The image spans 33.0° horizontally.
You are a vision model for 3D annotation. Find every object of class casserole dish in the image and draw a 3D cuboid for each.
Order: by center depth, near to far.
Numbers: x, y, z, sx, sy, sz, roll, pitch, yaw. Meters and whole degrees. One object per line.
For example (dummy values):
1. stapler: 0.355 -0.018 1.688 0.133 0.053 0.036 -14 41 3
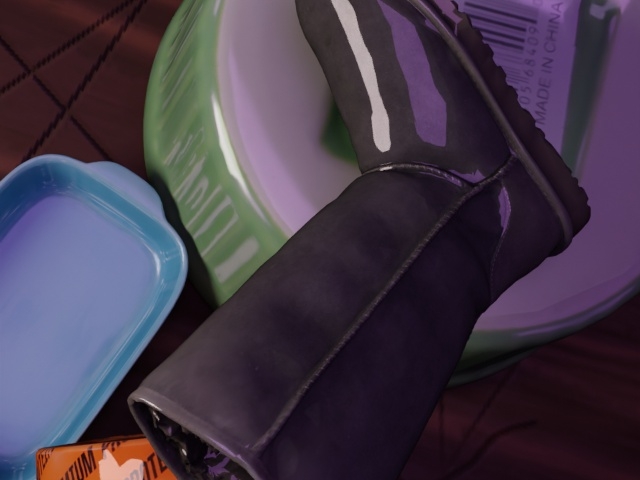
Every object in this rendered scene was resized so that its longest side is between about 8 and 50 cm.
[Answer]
1. casserole dish: -0.153 0.043 0.575 0.114 0.037 0.188 35 77 -3

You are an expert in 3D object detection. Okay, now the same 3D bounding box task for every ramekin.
1. ramekin: 0.060 -0.071 0.589 0.303 0.148 0.303 2 80 -13

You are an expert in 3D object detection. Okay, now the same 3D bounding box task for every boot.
1. boot: 0.000 -0.001 0.432 0.189 0.076 0.208 48 66 -2

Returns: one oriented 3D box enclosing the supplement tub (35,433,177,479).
1. supplement tub: -0.032 0.252 0.481 0.207 0.207 0.338 -5 82 -14
